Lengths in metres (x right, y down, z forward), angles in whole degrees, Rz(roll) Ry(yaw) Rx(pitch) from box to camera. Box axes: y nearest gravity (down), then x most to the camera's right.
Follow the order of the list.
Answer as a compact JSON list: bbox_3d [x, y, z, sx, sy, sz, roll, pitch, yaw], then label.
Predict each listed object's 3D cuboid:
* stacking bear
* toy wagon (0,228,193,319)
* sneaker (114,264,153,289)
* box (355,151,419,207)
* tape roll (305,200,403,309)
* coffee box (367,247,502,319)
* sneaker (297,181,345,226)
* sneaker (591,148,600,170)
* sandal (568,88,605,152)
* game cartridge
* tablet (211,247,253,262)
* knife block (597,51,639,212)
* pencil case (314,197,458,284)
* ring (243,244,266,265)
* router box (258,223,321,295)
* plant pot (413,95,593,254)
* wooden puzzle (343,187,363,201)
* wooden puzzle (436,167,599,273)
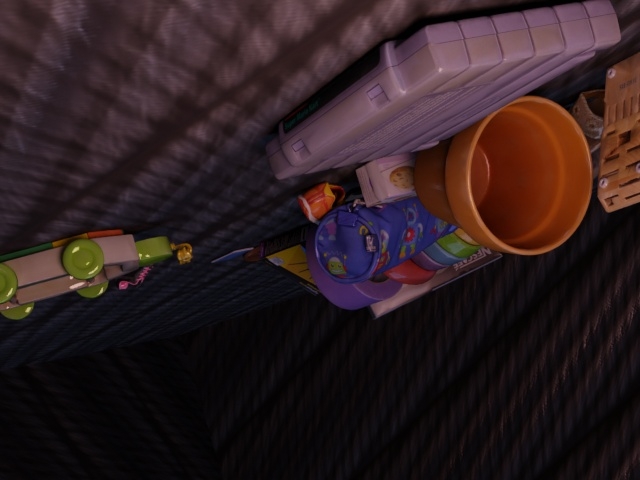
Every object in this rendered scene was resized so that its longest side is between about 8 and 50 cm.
[{"bbox_3d":[0.247,-0.055,1.997,0.164,0.175,0.289,24,135,-36],"label":"stacking bear"},{"bbox_3d":[-0.358,0.043,1.635,0.344,0.068,0.267,-16,174,-11],"label":"toy wagon"},{"bbox_3d":[-0.303,0.049,1.890,0.119,0.057,0.047,-22,171,31],"label":"sneaker"},{"bbox_3d":[0.204,-0.114,1.746,0.324,0.067,0.063,-12,173,-33],"label":"box"},{"bbox_3d":[0.067,0.027,2.076,0.080,0.189,0.189,-21,173,43],"label":"tape roll"},{"bbox_3d":[0.211,0.028,2.382,0.297,0.168,0.119,-25,174,-2],"label":"coffee box"},{"bbox_3d":[0.014,-0.055,1.786,0.067,0.064,0.175,-27,176,6],"label":"sneaker"},{"bbox_3d":[0.411,-0.154,1.779,0.297,0.111,0.129,-14,179,-13],"label":"sneaker"},{"bbox_3d":[0.403,-0.195,1.619,0.240,0.088,0.079,-27,139,26],"label":"sandal"},{"bbox_3d":[0.106,-0.151,1.164,0.230,0.068,0.355,-9,171,-28],"label":"game cartridge"},{"bbox_3d":[-0.180,0.029,2.298,0.054,0.006,0.083,-11,171,-42],"label":"tablet"},{"bbox_3d":[0.487,-0.142,1.477,0.242,0.275,0.088,20,157,-24],"label":"knife block"},{"bbox_3d":[0.115,-0.031,1.799,0.119,0.133,0.306,21,-152,30],"label":"pencil case"},{"bbox_3d":[0.000,0.000,2.410,0.337,0.032,0.336,-17,174,-2],"label":"ring"},{"bbox_3d":[-0.015,0.042,2.272,0.133,0.046,0.179,-21,140,36],"label":"router box"},{"bbox_3d":[0.228,-0.087,1.528,0.205,0.205,0.188,-14,-171,-27],"label":"plant pot"},{"bbox_3d":[0.076,-0.083,1.931,0.116,0.014,0.078,-14,178,-21],"label":"wooden puzzle"},{"bbox_3d":[0.386,-0.085,2.151,0.322,0.080,0.348,-37,-177,-38],"label":"wooden puzzle"}]
